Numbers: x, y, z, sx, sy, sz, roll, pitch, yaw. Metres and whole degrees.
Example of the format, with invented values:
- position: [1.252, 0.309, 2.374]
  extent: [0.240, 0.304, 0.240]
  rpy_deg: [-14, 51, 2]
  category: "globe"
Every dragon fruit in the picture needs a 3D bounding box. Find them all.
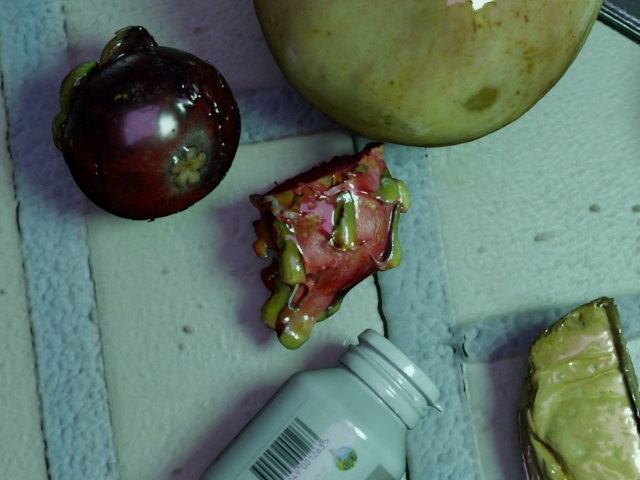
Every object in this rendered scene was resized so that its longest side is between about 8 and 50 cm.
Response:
- position: [0.000, 0.000, 1.138]
  extent: [0.150, 0.133, 0.208]
  rpy_deg: [20, 90, 1]
  category: "dragon fruit"

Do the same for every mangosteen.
- position: [-0.166, -0.109, 1.135]
  extent: [0.180, 0.166, 0.166]
  rpy_deg: [37, 81, 28]
  category: "mangosteen"

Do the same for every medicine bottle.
- position: [0.004, 0.186, 1.101]
  extent: [0.135, 0.135, 0.215]
  rpy_deg: [43, 82, 4]
  category: "medicine bottle"

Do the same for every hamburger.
- position: [0.249, 0.193, 1.129]
  extent: [0.130, 0.124, 0.262]
  rpy_deg: [-14, 77, 14]
  category: "hamburger"

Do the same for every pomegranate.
- position: [0.099, -0.255, 1.079]
  extent: [0.338, 0.338, 0.338]
  rpy_deg: [0, 81, -3]
  category: "pomegranate"

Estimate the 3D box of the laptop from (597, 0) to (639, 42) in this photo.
- position: [0.337, -0.306, 1.246]
  extent: [0.154, 0.026, 0.207]
  rpy_deg: [31, 81, 3]
  category: "laptop"
